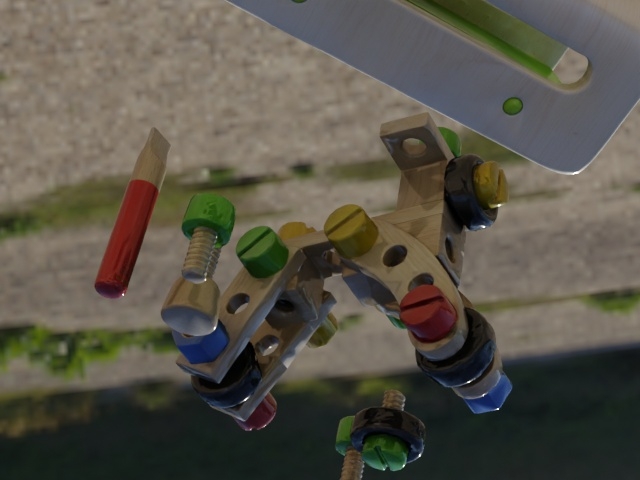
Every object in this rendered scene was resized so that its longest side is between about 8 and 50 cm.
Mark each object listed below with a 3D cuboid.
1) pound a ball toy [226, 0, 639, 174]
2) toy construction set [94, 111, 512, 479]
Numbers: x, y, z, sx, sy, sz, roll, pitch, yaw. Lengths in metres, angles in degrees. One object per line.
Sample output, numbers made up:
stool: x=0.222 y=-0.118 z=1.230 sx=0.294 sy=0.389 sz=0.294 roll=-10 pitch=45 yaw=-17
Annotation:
pound a ball toy: x=0.037 y=-0.196 z=1.026 sx=0.319 sy=0.136 sz=0.208 roll=26 pitch=-158 yaw=-21
toy construction set: x=0.000 y=0.000 z=1.309 sx=0.309 sy=0.237 sz=0.257 roll=30 pitch=144 yaw=-24
